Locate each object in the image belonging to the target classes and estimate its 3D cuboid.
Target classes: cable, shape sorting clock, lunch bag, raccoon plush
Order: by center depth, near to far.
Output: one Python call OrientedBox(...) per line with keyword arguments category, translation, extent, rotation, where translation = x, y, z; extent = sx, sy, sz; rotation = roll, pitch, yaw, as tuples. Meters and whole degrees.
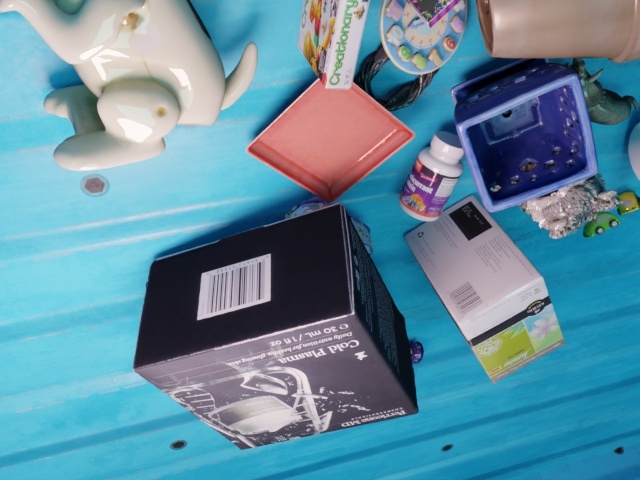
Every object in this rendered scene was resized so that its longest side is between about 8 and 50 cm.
OrientedBox(category="shape sorting clock", translation=(0.200, -0.421, 1.090), extent=(0.206, 0.040, 0.206), rotation=(-10, 114, -24))
OrientedBox(category="cable", translation=(0.159, -0.341, 1.183), extent=(0.150, 0.047, 0.184), rotation=(23, 116, -39))
OrientedBox(category="lunch bag", translation=(0.000, 0.000, 1.362), extent=(0.219, 0.090, 0.176), rotation=(25, 132, -35))
OrientedBox(category="raccoon plush", translation=(0.626, -0.082, 1.394), extent=(0.446, 0.299, 0.216), rotation=(24, 117, -35))

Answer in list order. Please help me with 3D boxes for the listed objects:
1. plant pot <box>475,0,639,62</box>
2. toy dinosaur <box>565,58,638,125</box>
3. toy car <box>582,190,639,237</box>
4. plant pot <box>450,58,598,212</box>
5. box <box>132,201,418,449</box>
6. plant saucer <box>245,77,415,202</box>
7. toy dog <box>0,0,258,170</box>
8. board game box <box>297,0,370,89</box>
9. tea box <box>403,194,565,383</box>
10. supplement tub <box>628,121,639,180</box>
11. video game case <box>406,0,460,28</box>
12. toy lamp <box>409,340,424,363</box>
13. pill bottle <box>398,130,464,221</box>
OrientedBox(category="plant pot", translation=(0.433, -0.456, 1.031), extent=(0.280, 0.323, 0.323), rotation=(-12, 134, 11))
OrientedBox(category="toy dinosaur", translation=(0.617, -0.308, 1.293), extent=(0.313, 0.160, 0.121), rotation=(20, 120, -31))
OrientedBox(category="toy car", translation=(0.806, -0.077, 1.545), extent=(0.225, 0.239, 0.053), rotation=(-27, 93, 0))
OrientedBox(category="plant pot", translation=(0.404, -0.236, 1.185), extent=(0.236, 0.212, 0.236), rotation=(-21, 125, 16))
OrientedBox(category="box", translation=(-0.078, 0.224, 1.321), extent=(0.480, 0.297, 0.472), rotation=(-17, 139, 15))
OrientedBox(category="plant saucer", translation=(0.020, -0.218, 1.201), extent=(0.258, 0.048, 0.259), rotation=(29, 128, -36))
OrientedBox(category="toy dog", translation=(-0.277, -0.352, 0.853), extent=(0.395, 0.284, 0.408), rotation=(-7, 129, -15))
OrientedBox(category="board game box", translation=(0.029, -0.433, 0.950), extent=(0.053, 0.193, 0.305), rotation=(-2, 129, -19))
OrientedBox(category="tea box", translation=(0.418, 0.124, 1.472), extent=(0.220, 0.329, 0.323), rotation=(-32, 132, 7))
OrientedBox(category="supplement tub", translation=(0.968, -0.251, 1.424), extent=(0.316, 0.228, 0.228), rotation=(-18, 133, -6))
OrientedBox(category="video game case", translation=(0.204, -0.515, 0.957), extent=(0.232, 0.210, 0.042), rotation=(-41, 174, 15))
OrientedBox(category="toy lamp", translation=(0.187, 0.318, 1.726), extent=(0.274, 0.080, 0.080), rotation=(13, 123, -32))
OrientedBox(category="pill bottle", translation=(0.264, -0.150, 1.333), extent=(0.108, 0.108, 0.193), rotation=(4, 127, -23))
